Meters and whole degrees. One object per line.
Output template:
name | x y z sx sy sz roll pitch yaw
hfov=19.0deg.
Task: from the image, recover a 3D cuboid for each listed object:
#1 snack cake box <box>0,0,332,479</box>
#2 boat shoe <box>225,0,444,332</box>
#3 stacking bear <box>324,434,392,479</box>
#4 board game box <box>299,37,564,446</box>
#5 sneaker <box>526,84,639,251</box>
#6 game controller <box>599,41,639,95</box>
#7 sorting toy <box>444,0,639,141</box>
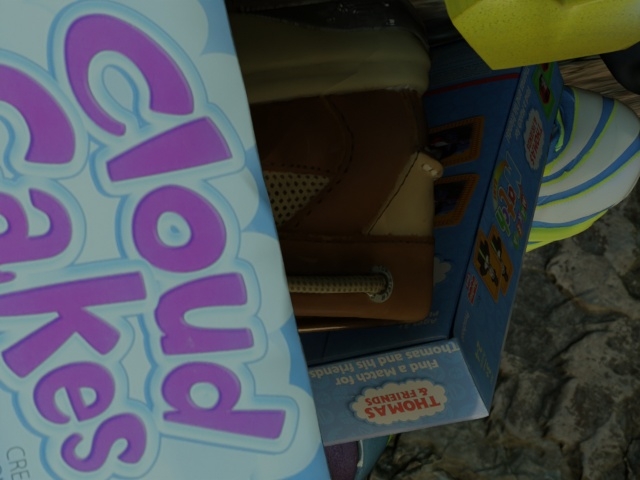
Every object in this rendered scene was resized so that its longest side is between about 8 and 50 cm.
snack cake box | -0.064 0.069 0.411 0.089 0.264 0.152 -12 178 -25
boat shoe | -0.107 0.009 0.546 0.324 0.120 0.122 -12 178 -18
stacking bear | -0.019 0.050 1.012 0.175 0.164 0.289 17 -139 13
board game box | 0.000 0.000 0.719 0.160 0.039 0.211 -13 -150 24
sneaker | 0.076 -0.037 0.920 0.240 0.091 0.126 -11 177 -24
game controller | 0.223 -0.100 0.688 0.166 0.067 0.319 3 173 -16
sorting toy | 0.168 -0.068 0.450 0.307 0.041 0.229 -9 161 -18
